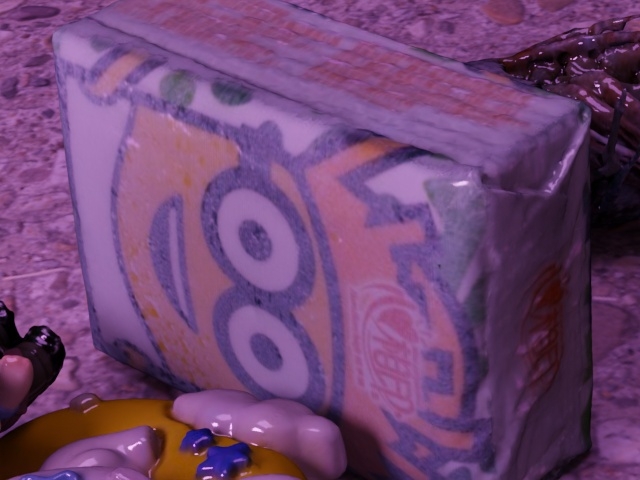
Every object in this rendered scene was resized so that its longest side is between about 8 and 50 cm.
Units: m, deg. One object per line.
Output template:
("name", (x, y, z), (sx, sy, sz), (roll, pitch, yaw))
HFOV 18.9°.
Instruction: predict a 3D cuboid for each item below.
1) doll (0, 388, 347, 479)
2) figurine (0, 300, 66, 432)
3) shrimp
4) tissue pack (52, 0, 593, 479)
("doll", (-0.107, 0.153, 0.957), (0.252, 0.111, 0.237), (-2, 31, 12))
("figurine", (-0.203, 0.080, 0.991), (0.114, 0.108, 0.196), (33, 31, 16))
("shrimp", (0.202, -0.070, 1.225), (0.372, 0.137, 0.172), (-13, 23, 4))
("tissue pack", (0.000, 0.000, 1.075), (0.311, 0.228, 0.128), (22, 41, 35))
